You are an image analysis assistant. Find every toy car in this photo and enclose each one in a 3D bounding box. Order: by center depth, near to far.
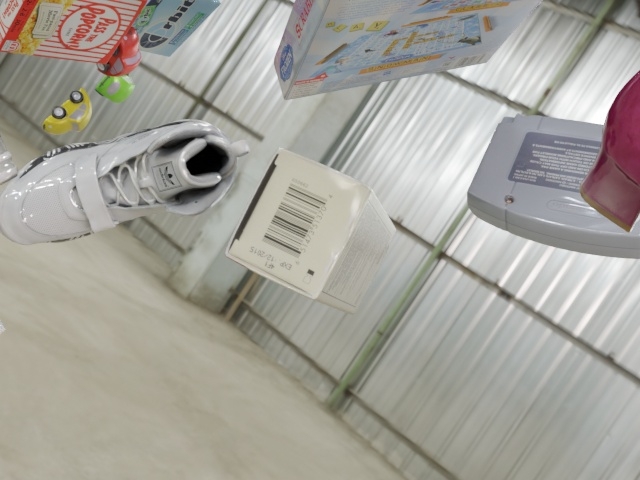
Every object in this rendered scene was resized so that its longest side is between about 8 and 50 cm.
[{"bbox_3d":[-0.380,-0.278,1.411,0.053,0.239,0.225,43,10,-7],"label":"toy car"}]

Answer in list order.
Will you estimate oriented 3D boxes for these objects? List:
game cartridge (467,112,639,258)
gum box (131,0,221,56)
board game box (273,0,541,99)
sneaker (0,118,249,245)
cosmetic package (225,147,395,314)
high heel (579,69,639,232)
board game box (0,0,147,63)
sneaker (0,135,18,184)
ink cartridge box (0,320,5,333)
[{"bbox_3d":[0.356,-0.073,1.034,0.294,0.196,0.060,14,-38,26],"label":"game cartridge"},{"bbox_3d":[-0.294,-0.419,1.455,0.041,0.157,0.184,56,22,11],"label":"gum box"},{"bbox_3d":[0.124,-0.292,0.954,0.318,0.318,0.066,133,-58,-69],"label":"board game box"},{"bbox_3d":[-0.278,-0.087,1.119,0.210,0.365,0.137,13,-57,63],"label":"sneaker"},{"bbox_3d":[0.000,0.000,1.032,0.129,0.153,0.296,25,-4,14],"label":"cosmetic package"},{"bbox_3d":[0.286,-0.017,0.482,0.244,0.082,0.117,38,-32,21],"label":"high heel"},{"bbox_3d":[-0.381,-0.343,1.187,0.193,0.147,0.045,-7,61,-50],"label":"board game box"},{"bbox_3d":[-0.522,-0.113,0.981,0.281,0.115,0.105,-7,16,6],"label":"sneaker"},{"bbox_3d":[-0.643,0.074,1.141,0.197,0.198,0.270,24,-29,53],"label":"ink cartridge box"}]
